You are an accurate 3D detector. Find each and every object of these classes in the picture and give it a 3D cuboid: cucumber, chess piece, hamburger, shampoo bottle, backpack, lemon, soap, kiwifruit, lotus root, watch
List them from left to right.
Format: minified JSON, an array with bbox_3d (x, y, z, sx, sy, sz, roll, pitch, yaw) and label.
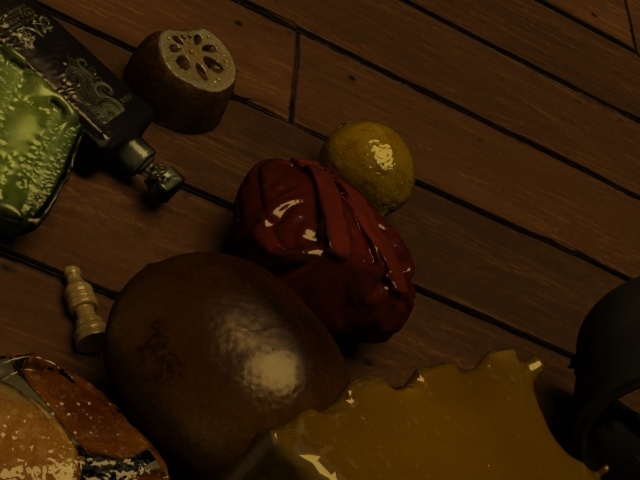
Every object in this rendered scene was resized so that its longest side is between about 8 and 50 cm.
[{"bbox_3d":[-0.300,-0.089,1.422,0.115,0.086,0.193,23,47,-19],"label":"cucumber"},{"bbox_3d":[-0.239,0.195,1.169,0.231,0.107,0.231,17,46,-19],"label":"hamburger"},{"bbox_3d":[-0.266,-0.154,1.524,0.309,0.071,0.098,43,35,1],"label":"shampoo bottle"},{"bbox_3d":[-0.224,0.061,1.374,0.035,0.035,0.092,6,45,-36],"label":"chess piece"},{"bbox_3d":[-0.153,-0.181,1.644,0.122,0.081,0.112,-9,66,-44],"label":"lotus root"},{"bbox_3d":[-0.086,0.113,1.272,0.234,0.196,0.196,49,38,15],"label":"kiwifruit"},{"bbox_3d":[-0.001,0.002,1.525,0.229,0.139,0.229,25,33,-18],"label":"backpack"},{"bbox_3d":[0.014,0.246,1.145,0.293,0.335,0.156,-9,59,-47],"label":"soap"},{"bbox_3d":[0.053,-0.084,1.686,0.109,0.109,0.133,-2,61,-41],"label":"lemon"},{"bbox_3d":[0.429,0.204,1.593,0.327,0.335,0.314,17,45,1],"label":"watch"}]
